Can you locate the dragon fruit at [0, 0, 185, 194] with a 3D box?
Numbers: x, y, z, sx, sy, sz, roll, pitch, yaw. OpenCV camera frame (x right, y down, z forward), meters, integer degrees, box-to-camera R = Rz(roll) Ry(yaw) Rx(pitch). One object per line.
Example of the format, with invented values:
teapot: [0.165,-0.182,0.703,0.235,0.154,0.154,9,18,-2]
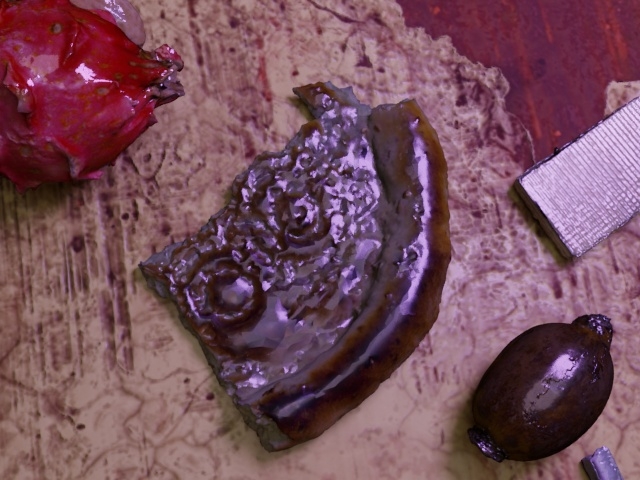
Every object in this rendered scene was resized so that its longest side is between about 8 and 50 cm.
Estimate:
dragon fruit: [-0.277,-0.156,0.787,0.268,0.210,0.205,-7,109,-9]

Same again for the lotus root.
lotus root: [0.244,0.155,0.795,0.209,0.120,0.120,-42,83,-12]

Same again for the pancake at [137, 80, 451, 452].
pancake: [0.004,0.004,0.837,0.304,0.067,0.427,38,78,7]

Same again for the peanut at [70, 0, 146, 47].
peanut: [-0.275,-0.276,0.852,0.174,0.080,0.080,35,72,-35]

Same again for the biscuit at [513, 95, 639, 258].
biscuit: [0.342,-0.077,0.897,0.199,0.040,0.121,-32,83,-10]

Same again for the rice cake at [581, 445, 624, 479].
rice cake: [0.338,0.325,0.800,0.033,0.033,0.208,-20,78,-8]
